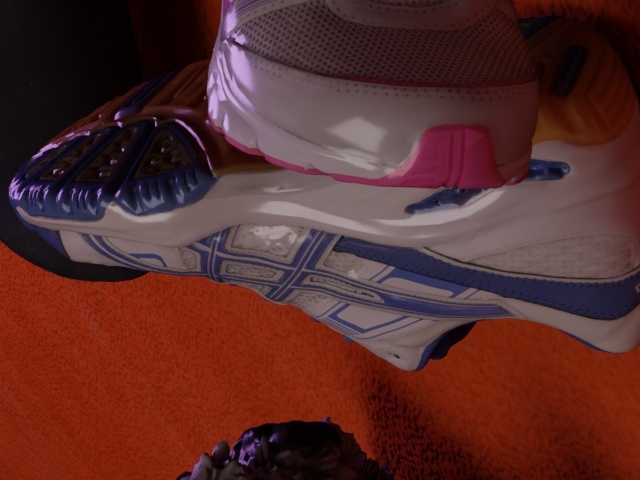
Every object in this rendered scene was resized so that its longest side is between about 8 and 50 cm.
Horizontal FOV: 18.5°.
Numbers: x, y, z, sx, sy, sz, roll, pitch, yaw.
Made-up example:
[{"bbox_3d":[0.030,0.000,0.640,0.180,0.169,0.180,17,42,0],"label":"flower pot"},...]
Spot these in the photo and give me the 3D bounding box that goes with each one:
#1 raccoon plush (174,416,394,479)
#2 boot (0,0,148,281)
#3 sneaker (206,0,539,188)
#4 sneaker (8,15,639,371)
[{"bbox_3d":[0.095,0.250,1.004,0.299,0.216,0.446,16,165,40],"label":"raccoon plush"},{"bbox_3d":[-0.134,-0.144,0.905,0.367,0.146,0.445,-124,25,-43],"label":"boot"},{"bbox_3d":[0.010,-0.110,0.650,0.252,0.103,0.111,-112,27,-49],"label":"sneaker"},{"bbox_3d":[0.000,0.000,0.782,0.296,0.112,0.131,0,128,40],"label":"sneaker"}]
